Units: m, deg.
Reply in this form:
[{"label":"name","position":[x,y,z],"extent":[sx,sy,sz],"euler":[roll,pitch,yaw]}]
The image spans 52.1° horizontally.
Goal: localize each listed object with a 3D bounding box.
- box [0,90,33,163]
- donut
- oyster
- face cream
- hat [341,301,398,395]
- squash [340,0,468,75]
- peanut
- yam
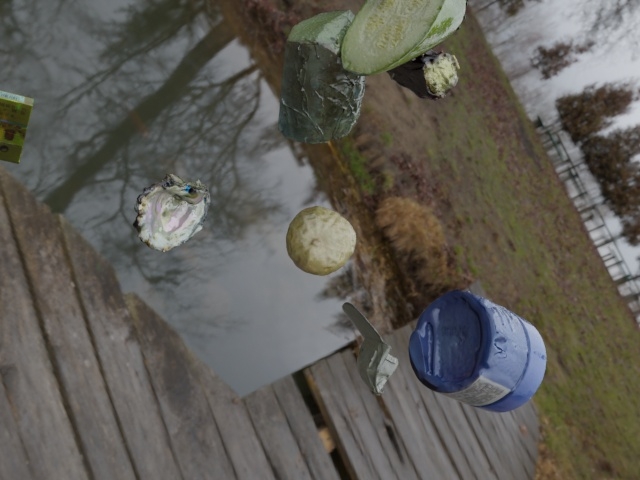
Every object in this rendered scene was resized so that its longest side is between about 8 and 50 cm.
[{"label":"box","position":[-0.752,-0.267,1.529],"extent":[0.121,0.193,0.030],"euler":[12,45,-27]},{"label":"donut","position":[0.244,-0.556,1.791],"extent":[0.259,0.136,0.345],"euler":[37,-17,38]},{"label":"oyster","position":[-0.381,-0.084,1.707],"extent":[0.092,0.259,0.198],"euler":[30,-42,35]},{"label":"face cream","position":[0.365,0.262,1.539],"extent":[0.225,0.249,0.249],"euler":[26,39,-39]},{"label":"hat","position":[0.120,0.308,1.844],"extent":[0.244,0.149,0.214],"euler":[36,-11,26]},{"label":"squash","position":[0.159,-0.457,1.330],"extent":[0.260,0.189,0.189],"euler":[-32,96,-38]},{"label":"peanut","position":[0.000,0.000,1.335],"extent":[0.140,0.109,0.159],"euler":[30,43,5]},{"label":"yam","position":[0.008,-0.371,1.481],"extent":[0.271,0.201,0.202],"euler":[90,11,-47]}]
